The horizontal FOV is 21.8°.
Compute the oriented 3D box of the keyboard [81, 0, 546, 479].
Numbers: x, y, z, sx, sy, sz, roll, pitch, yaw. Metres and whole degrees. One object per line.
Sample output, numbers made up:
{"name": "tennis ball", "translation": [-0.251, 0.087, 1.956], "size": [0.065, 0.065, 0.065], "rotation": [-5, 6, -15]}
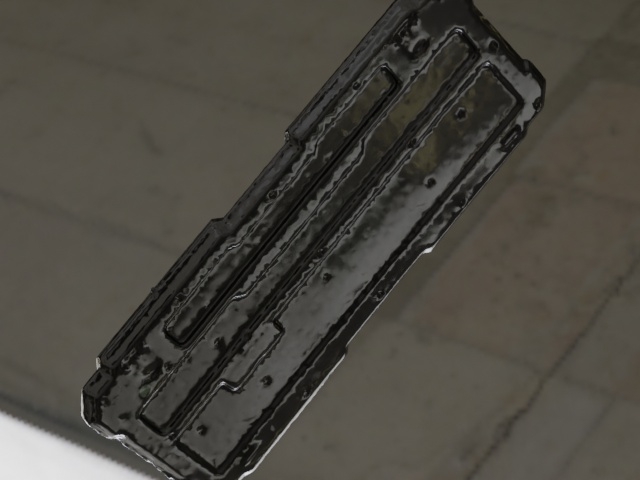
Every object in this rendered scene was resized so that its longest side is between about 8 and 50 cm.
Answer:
{"name": "keyboard", "translation": [0.000, 0.000, 0.771], "size": [0.262, 0.106, 0.016], "rotation": [-51, -145, -4]}
